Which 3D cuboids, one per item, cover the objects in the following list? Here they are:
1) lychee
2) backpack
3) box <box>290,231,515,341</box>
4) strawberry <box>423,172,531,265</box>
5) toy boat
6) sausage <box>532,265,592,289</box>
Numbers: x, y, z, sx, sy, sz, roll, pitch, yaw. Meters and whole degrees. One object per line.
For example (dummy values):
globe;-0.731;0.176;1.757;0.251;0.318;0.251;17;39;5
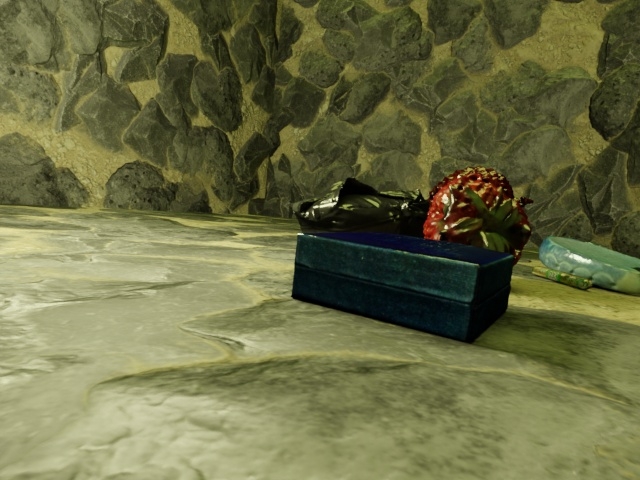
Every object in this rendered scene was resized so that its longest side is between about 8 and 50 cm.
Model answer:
lychee;0.754;-0.155;2.017;0.501;0.424;0.424;-14;0;12
backpack;0.128;-0.067;1.337;0.446;0.254;0.364;-3;3;-45
box;0.143;0.053;0.680;0.279;0.116;0.261;11;6;32
strawberry;0.365;-0.018;1.026;0.261;0.260;0.257;5;-13;-13
toy boat;0.789;0.088;1.215;0.215;0.123;0.330;-3;20;-29
sausage;0.676;0.102;1.183;0.033;0.032;0.269;6;5;-3
